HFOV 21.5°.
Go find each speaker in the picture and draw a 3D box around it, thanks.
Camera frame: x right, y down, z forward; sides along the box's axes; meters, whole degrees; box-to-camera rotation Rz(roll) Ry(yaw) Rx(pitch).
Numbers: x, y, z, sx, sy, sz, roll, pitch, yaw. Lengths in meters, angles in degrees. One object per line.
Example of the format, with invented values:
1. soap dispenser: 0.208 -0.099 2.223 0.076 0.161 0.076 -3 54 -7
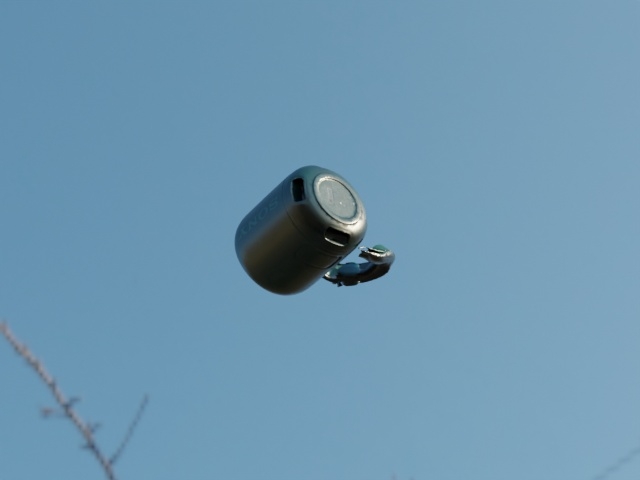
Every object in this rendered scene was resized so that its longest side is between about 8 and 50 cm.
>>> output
1. speaker: 0.001 0.004 1.031 0.094 0.060 0.075 36 -51 -16
